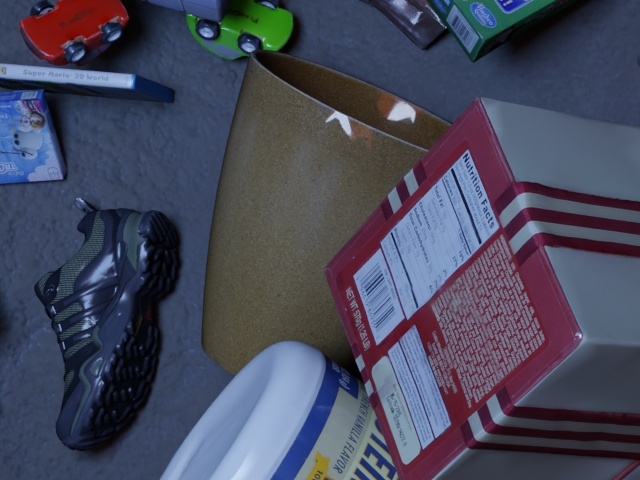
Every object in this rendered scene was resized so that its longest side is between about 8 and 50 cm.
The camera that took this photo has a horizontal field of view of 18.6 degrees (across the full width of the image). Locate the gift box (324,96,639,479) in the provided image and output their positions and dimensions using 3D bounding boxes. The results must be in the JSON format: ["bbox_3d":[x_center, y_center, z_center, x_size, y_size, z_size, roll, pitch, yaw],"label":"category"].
[{"bbox_3d":[0.176,0.058,1.502,0.276,0.258,0.255,-45,51,42],"label":"gift box"}]

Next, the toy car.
[{"bbox_3d":[-0.136,-0.215,1.782,0.225,0.053,0.239,21,56,-1],"label":"toy car"}]

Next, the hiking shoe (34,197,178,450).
[{"bbox_3d":[-0.208,0.077,1.773,0.114,0.086,0.227,12,79,27],"label":"hiking shoe"}]

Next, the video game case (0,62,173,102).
[{"bbox_3d":[-0.230,-0.144,1.778,0.166,0.119,0.015,5,89,13],"label":"video game case"}]

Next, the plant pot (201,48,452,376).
[{"bbox_3d":[0.000,0.000,1.670,0.237,0.237,0.254,27,101,14],"label":"plant pot"}]

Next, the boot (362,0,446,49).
[{"bbox_3d":[0.086,-0.242,1.766,0.114,0.037,0.106,37,104,18],"label":"boot"}]

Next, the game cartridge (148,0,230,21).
[{"bbox_3d":[-0.129,-0.379,1.766,0.230,0.068,0.355,18,67,9],"label":"game cartridge"}]

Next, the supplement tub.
[{"bbox_3d":[0.034,0.253,1.563,0.316,0.228,0.228,36,91,-10],"label":"supplement tub"}]

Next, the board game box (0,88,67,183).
[{"bbox_3d":[-0.289,-0.094,1.807,0.090,0.090,0.020,-4,37,12],"label":"board game box"}]

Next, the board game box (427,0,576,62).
[{"bbox_3d":[0.129,-0.336,1.715,0.213,0.046,0.317,-31,79,-19],"label":"board game box"}]
